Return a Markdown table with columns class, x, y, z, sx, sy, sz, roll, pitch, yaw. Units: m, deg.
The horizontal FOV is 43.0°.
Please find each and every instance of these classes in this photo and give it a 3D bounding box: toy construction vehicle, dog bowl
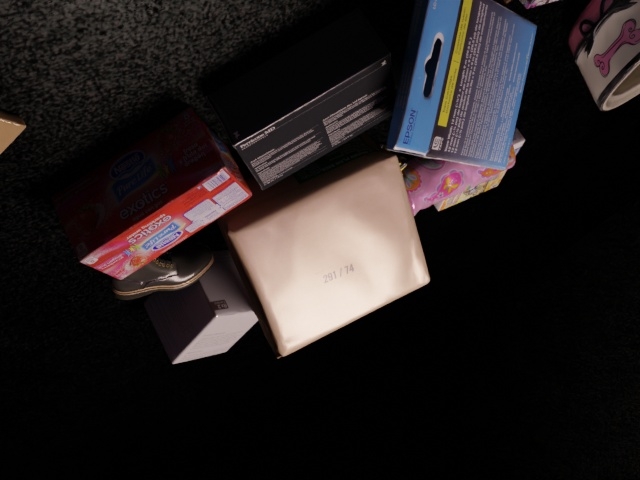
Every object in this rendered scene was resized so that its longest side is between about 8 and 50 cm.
| class | x | y | z | sx | sy | sz | roll | pitch | yaw |
| --- | --- | --- | --- | --- | --- | --- | --- | --- | --- |
| toy construction vehicle | 0.131 | -0.147 | 1.645 | 0.085 | 0.035 | 0.098 | 9 | 138 | -37 |
| dog bowl | 0.638 | -0.428 | 1.495 | 0.408 | 0.150 | 0.408 | -34 | 167 | -9 |

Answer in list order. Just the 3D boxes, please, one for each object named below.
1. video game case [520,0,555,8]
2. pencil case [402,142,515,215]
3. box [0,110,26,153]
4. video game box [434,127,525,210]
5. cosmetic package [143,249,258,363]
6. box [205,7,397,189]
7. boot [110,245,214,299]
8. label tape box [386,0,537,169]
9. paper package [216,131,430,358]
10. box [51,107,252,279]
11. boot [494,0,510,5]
| class | x | y | z | sx | sy | sz | roll | pitch | yaw |
| --- | --- | --- | --- | --- | --- | --- | --- | --- | --- |
| video game case | 0.458 | -0.491 | 1.334 | 0.232 | 0.042 | 0.210 | -20 | 157 | -25 |
| pencil case | 0.277 | -0.155 | 1.747 | 0.284 | 0.124 | 0.124 | -27 | 159 | -8 |
| box | -0.480 | -0.112 | 0.962 | 0.164 | 0.021 | 0.201 | -39 | 158 | 20 |
| video game box | 0.371 | -0.167 | 1.934 | 0.187 | 0.048 | 0.205 | -21 | 157 | -18 |
| cosmetic package | -0.232 | 0.132 | 1.650 | 0.151 | 0.151 | 0.184 | -5 | 148 | -49 |
| box | -0.019 | -0.210 | 1.243 | 0.261 | 0.103 | 0.184 | -30 | 163 | -1 |
| boot | -0.287 | 0.033 | 1.476 | 0.197 | 0.077 | 0.137 | -23 | 153 | -22 |
| label tape box | 0.197 | -0.250 | 1.258 | 0.347 | 0.115 | 0.249 | 1 | 103 | -51 |
| paper package | 0.000 | 0.000 | 1.480 | 0.324 | 0.168 | 0.310 | -26 | 125 | -9 |
| box | -0.252 | -0.066 | 1.225 | 0.257 | 0.123 | 0.128 | -32 | 158 | 5 |
| boot | 0.260 | -0.434 | 1.178 | 0.106 | 0.082 | 0.219 | -7 | 147 | -17 |
